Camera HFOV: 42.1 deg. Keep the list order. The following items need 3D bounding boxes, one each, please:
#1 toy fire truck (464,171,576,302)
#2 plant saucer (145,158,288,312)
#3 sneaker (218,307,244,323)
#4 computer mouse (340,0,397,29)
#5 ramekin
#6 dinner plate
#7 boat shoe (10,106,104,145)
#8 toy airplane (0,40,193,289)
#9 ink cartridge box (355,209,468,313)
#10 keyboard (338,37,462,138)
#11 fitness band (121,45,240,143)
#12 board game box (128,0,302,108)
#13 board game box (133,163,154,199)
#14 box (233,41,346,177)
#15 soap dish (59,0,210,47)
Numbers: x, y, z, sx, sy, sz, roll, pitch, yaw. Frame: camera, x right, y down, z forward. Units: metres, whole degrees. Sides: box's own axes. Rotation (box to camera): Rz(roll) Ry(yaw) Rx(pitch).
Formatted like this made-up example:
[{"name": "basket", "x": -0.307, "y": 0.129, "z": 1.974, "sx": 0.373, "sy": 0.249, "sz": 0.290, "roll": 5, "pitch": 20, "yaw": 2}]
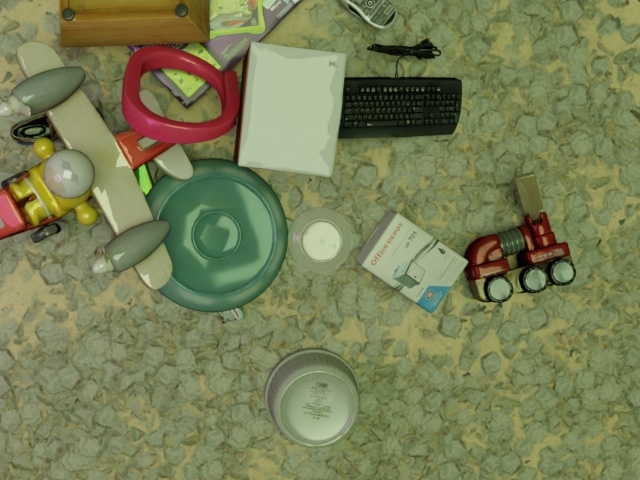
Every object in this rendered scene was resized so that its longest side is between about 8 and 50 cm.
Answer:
[{"name": "toy fire truck", "x": 0.412, "y": -0.005, "z": 1.768, "sx": 0.217, "sy": 0.158, "sz": 0.246, "roll": -14, "pitch": 87, "yaw": -5}, {"name": "plant saucer", "x": -0.214, "y": -0.010, "z": 1.694, "sx": 0.318, "sy": 0.044, "sz": 0.317, "roll": 0, "pitch": 90, "yaw": -19}, {"name": "sneaker", "x": -0.205, "y": 0.128, "z": 1.747, "sx": 0.069, "sy": 0.038, "sz": 0.098, "roll": -16, "pitch": 99, "yaw": -6}, {"name": "computer mouse", "x": 0.072, "y": -0.500, "z": 1.705, "sx": 0.193, "sy": 0.042, "sz": 0.106, "roll": 40, "pitch": 86, "yaw": -5}, {"name": "ramekin", "x": -0.013, "y": 0.341, "z": 1.764, "sx": 0.207, "sy": 0.109, "sz": 0.207, "roll": -1, "pitch": 97, "yaw": -7}, {"name": "dinner plate", "x": 0.000, "y": 0.000, "z": 1.770, "sx": 0.141, "sy": 0.017, "sz": 0.141, "roll": -1, "pitch": 98, "yaw": -8}, {"name": "boat shoe", "x": -0.521, "y": -0.223, "z": 1.647, "sx": 0.183, "sy": 0.066, "sz": 0.066, "roll": -17, "pitch": 99, "yaw": -5}, {"name": "toy airplane", "x": -0.417, "y": -0.129, "z": 1.522, "sx": 0.386, "sy": 0.272, "sz": 0.384, "roll": 18, "pitch": 92, "yaw": -7}, {"name": "ink cartridge box", "x": 0.192, "y": 0.044, "z": 1.768, "sx": 0.191, "sy": 0.082, "sz": 0.139, "roll": 33, "pitch": 92, "yaw": -12}, {"name": "keyboard", "x": 0.159, "y": -0.310, "z": 1.687, "sx": 0.317, "sy": 0.033, "sz": 0.201, "roll": -7, "pitch": 99, "yaw": -30}, {"name": "fitness band", "x": -0.254, "y": -0.265, "z": 1.513, "sx": 0.209, "sy": 0.291, "sz": 0.054, "roll": 7, "pitch": 129, "yaw": -14}, {"name": "board game box", "x": -0.214, "y": -0.457, "z": 1.670, "sx": 0.347, "sy": 0.056, "sz": 0.208, "roll": -43, "pitch": 104, "yaw": -1}, {"name": "board game box", "x": -0.388, "y": -0.112, "z": 1.690, "sx": 0.092, "sy": 0.043, "sz": 0.181, "roll": -17, "pitch": 99, "yaw": -5}, {"name": "box", "x": -0.069, "y": -0.240, "z": 1.564, "sx": 0.168, "sy": 0.345, "sz": 0.215, "roll": 6, "pitch": 96, "yaw": -8}, {"name": "soap dish", "x": -0.359, "y": -0.488, "z": 1.573, "sx": 0.291, "sy": 0.118, "sz": 0.228, "roll": -2, "pitch": 85, "yaw": 2}]
